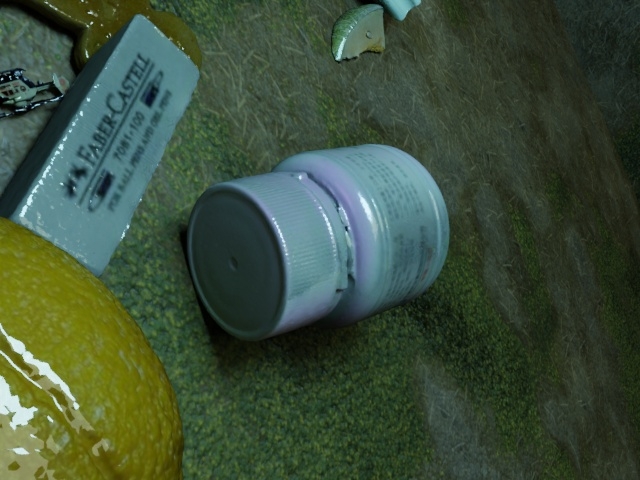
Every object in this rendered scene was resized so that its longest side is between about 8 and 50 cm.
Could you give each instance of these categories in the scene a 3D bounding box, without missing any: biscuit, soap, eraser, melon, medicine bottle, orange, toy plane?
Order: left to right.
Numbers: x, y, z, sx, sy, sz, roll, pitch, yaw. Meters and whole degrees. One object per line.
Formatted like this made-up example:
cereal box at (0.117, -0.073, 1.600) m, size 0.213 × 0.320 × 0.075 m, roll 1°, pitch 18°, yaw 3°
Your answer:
orange at (-0.277, 0.139, 0.481) m, size 0.357 × 0.322 × 0.322 m, roll 52°, pitch 41°, yaw -13°
toy plane at (-0.329, -0.165, 0.768) m, size 0.121 × 0.031 × 0.049 m, roll -36°, pitch 109°, yaw -49°
eraser at (-0.249, -0.089, 0.766) m, size 0.111 × 0.077 × 0.352 m, roll 43°, pitch 52°, yaw -36°
biscuit at (-0.277, -0.293, 0.870) m, size 0.301 × 0.049 × 0.197 m, roll 32°, pitch 61°, yaw -38°
medicine bottle at (0.000, 0.000, 0.931) m, size 0.302 × 0.241 × 0.241 m, roll -14°, pitch 86°, yaw -43°
melon at (0.070, -0.408, 1.357) m, size 0.182 × 0.054 × 0.098 m, roll -33°, pitch 117°, yaw -51°
soap at (0.106, -0.543, 1.390) m, size 0.198 × 0.066 × 0.119 m, roll 40°, pitch 10°, yaw -34°
